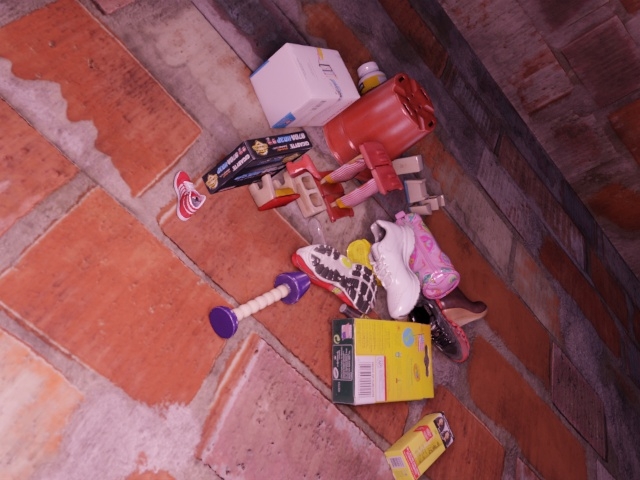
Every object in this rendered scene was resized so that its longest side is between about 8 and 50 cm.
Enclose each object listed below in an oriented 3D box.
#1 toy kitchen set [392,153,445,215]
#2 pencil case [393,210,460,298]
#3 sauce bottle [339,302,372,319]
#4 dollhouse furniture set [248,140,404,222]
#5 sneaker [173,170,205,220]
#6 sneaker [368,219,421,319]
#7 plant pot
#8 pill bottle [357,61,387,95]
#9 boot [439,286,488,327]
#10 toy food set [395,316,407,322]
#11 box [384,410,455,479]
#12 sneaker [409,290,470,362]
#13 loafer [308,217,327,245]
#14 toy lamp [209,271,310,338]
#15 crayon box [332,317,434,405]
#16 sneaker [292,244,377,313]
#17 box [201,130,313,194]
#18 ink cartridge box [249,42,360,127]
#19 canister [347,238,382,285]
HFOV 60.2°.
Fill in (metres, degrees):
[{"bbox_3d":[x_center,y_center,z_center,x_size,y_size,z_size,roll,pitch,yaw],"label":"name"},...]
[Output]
[{"bbox_3d":[0.331,-0.196,1.906,0.166,0.122,0.207,-27,109,-51],"label":"toy kitchen set"},{"bbox_3d":[0.301,0.038,1.639,0.124,0.124,0.284,21,32,-38],"label":"pencil case"},{"bbox_3d":[0.102,0.209,1.453,0.128,0.042,0.042,35,46,-26],"label":"sauce bottle"},{"bbox_3d":[0.026,-0.138,1.448,0.374,0.201,0.152,-19,82,-51],"label":"dollhouse furniture set"},{"bbox_3d":[-0.285,-0.108,1.202,0.042,0.067,0.118,12,60,-43],"label":"sneaker"},{"bbox_3d":[0.184,0.074,1.475,0.129,0.111,0.297,21,48,-28],"label":"sneaker"},{"bbox_3d":[0.196,-0.362,1.711,0.272,0.265,0.272,25,52,-36],"label":"plant pot"},{"bbox_3d":[0.193,-0.525,1.931,0.103,0.103,0.184,-5,72,-48],"label":"pill bottle"},{"bbox_3d":[0.445,0.170,1.803,0.248,0.090,0.206,-13,80,-46],"label":"boot"},{"bbox_3d":[0.225,0.203,1.604,0.083,0.020,0.082,27,50,-34],"label":"toy food set"},{"bbox_3d":[0.259,0.528,1.420,0.232,0.058,0.087,-15,80,-50],"label":"box"},{"bbox_3d":[0.341,0.260,1.623,0.276,0.098,0.135,55,27,-5],"label":"sneaker"},{"bbox_3d":[0.000,0.000,1.466,0.039,0.045,0.125,17,53,-49],"label":"loafer"},{"bbox_3d":[-0.121,0.134,1.230,0.275,0.080,0.080,-27,89,-50],"label":"toy lamp"},{"bbox_3d":[0.164,0.306,1.399,0.319,0.081,0.202,13,73,-42],"label":"crayon box"},{"bbox_3d":[0.040,0.091,1.398,0.279,0.118,0.107,41,64,-33],"label":"sneaker"},{"bbox_3d":[-0.147,-0.188,1.312,0.220,0.175,0.051,-24,85,-51],"label":"box"},{"bbox_3d":[-0.042,-0.435,1.573,0.233,0.171,0.168,-16,80,-51],"label":"ink cartridge box"},{"bbox_3d":[0.164,0.070,1.576,0.170,0.073,0.126,10,61,-45],"label":"canister"}]
